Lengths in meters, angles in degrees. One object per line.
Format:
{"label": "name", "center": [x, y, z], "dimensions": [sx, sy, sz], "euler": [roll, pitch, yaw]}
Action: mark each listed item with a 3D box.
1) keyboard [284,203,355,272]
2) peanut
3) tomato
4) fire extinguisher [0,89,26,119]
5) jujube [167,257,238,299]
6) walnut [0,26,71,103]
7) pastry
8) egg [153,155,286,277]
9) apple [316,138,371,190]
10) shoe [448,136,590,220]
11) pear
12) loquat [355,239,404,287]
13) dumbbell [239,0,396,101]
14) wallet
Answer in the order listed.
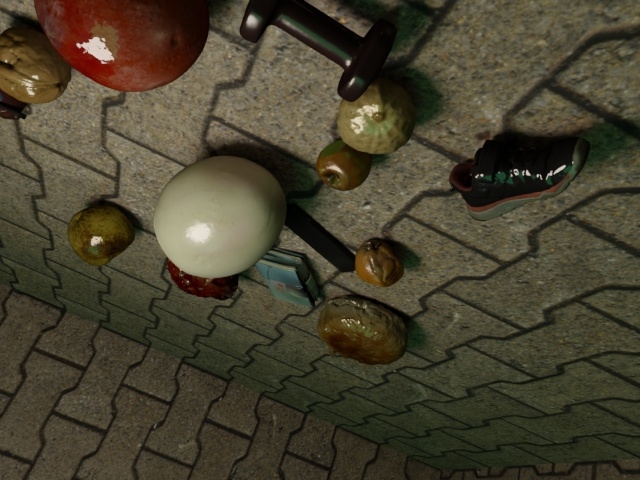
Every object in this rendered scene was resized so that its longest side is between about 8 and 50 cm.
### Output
{"label": "keyboard", "center": [0.000, 0.000, 1.548], "dimensions": [0.101, 0.018, 0.310], "euler": [-11, 138, 46]}
{"label": "peanut", "center": [0.101, -0.222, 1.018], "dimensions": [0.141, 0.109, 0.159], "euler": [5, 154, -1]}
{"label": "tomato", "center": [-0.318, -0.367, 0.899], "dimensions": [0.265, 0.265, 0.265], "euler": [16, 151, 9]}
{"label": "fire extinguisher", "center": [-0.783, -0.392, 1.302], "dimensions": [0.141, 0.105, 0.341], "euler": [29, 153, 15]}
{"label": "jujube", "center": [-0.363, 0.087, 1.755], "dimensions": [0.197, 0.197, 0.290], "euler": [7, 157, 24]}
{"label": "walnut", "center": [-0.615, -0.369, 1.198], "dimensions": [0.166, 0.149, 0.166], "euler": [11, 116, 24]}
{"label": "pastry", "center": [0.131, 0.298, 1.847], "dimensions": [0.330, 0.136, 0.329], "euler": [17, 151, 10]}
{"label": "egg", "center": [-0.231, -0.061, 1.333], "dimensions": [0.345, 0.283, 0.283], "euler": [-23, 130, 35]}
{"label": "apple", "center": [0.050, -0.158, 1.174], "dimensions": [0.114, 0.102, 0.099], "euler": [-1, 132, 46]}
{"label": "shoe", "center": [0.346, -0.134, 1.022], "dimensions": [0.137, 0.114, 0.291], "euler": [37, 151, -17]}
{"label": "pear", "center": [-0.696, -0.026, 1.777], "dimensions": [0.197, 0.197, 0.197], "euler": [16, 151, 9]}
{"label": "loquat", "center": [0.152, 0.058, 1.468], "dimensions": [0.137, 0.113, 0.137], "euler": [40, 159, 19]}
{"label": "dumbbell", "center": [-0.004, -0.327, 0.878], "dimensions": [0.225, 0.140, 0.124], "euler": [29, -167, -13]}
{"label": "wallet", "center": [-0.107, 0.118, 1.757], "dimensions": [0.176, 0.075, 0.250], "euler": [13, 151, 21]}
